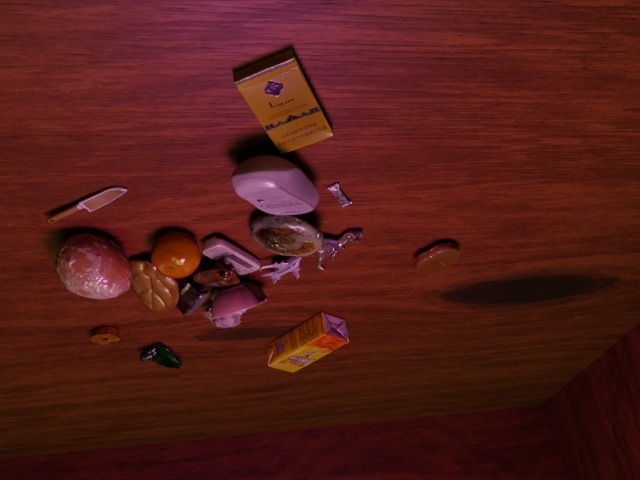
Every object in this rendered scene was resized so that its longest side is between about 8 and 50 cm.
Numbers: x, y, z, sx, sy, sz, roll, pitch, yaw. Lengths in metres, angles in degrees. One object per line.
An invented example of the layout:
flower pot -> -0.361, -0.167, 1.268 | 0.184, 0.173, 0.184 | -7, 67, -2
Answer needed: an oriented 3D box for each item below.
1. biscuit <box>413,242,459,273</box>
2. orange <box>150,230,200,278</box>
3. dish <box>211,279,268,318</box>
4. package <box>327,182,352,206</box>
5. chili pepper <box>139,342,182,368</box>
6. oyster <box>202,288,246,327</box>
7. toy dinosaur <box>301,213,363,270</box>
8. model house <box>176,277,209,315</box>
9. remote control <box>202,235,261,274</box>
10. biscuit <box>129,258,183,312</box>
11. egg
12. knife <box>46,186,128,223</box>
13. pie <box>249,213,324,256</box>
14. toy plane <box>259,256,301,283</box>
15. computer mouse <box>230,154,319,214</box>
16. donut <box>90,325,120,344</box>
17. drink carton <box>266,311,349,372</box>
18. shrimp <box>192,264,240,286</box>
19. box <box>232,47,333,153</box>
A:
biscuit -> 0.417, 0.059, 2.152 | 0.170, 0.050, 0.170 | -13, 151, -7
orange -> -0.443, 0.042, 1.850 | 0.155, 0.134, 0.154 | 7, 132, 8
dish -> -0.286, 0.196, 2.091 | 0.213, 0.090, 0.213 | -18, 180, 0
package -> 0.059, -0.136, 1.807 | 0.037, 0.015, 0.110 | -17, 144, 20
chili pepper -> -0.652, 0.484, 2.490 | 0.108, 0.062, 0.216 | -26, 145, 22
oyster -> -0.355, 0.242, 2.216 | 0.163, 0.081, 0.191 | -22, 136, -25
toy dinosaur -> 0.000, -0.003, 1.960 | 0.251, 0.072, 0.200 | 21, 126, -20
model house -> -0.469, 0.169, 2.056 | 0.152, 0.106, 0.165 | 40, 129, -1
remote control -> -0.290, 0.051, 1.958 | 0.090, 0.049, 0.230 | -22, 148, 20
biscuit -> -0.552, 0.156, 1.974 | 0.203, 0.041, 0.260 | 19, 137, 6
egg -> -0.672, 0.081, 1.789 | 0.233, 0.195, 0.195 | 25, 135, -20
knife -> -0.651, -0.100, 1.676 | 0.256, 0.022, 0.046 | -23, 137, 11
pie -> -0.107, -0.015, 1.857 | 0.241, 0.054, 0.240 | 7, 153, 4
toy plane -> -0.121, 0.090, 2.043 | 0.162, 0.065, 0.171 | 16, 135, -39
computer mouse -> -0.125, -0.157, 1.644 | 0.184, 0.121, 0.297 | -10, 165, 26
donut -> -0.820, 0.360, 2.283 | 0.108, 0.043, 0.097 | -17, 146, 12
drink carton -> -0.059, 0.432, 2.520 | 0.154, 0.111, 0.351 | 25, 134, -39
shrimp -> -0.320, 0.121, 1.972 | 0.152, 0.063, 0.287 | 20, 161, -29
box -> -0.083, -0.329, 1.469 | 0.153, 0.041, 0.279 | -18, 144, 13
